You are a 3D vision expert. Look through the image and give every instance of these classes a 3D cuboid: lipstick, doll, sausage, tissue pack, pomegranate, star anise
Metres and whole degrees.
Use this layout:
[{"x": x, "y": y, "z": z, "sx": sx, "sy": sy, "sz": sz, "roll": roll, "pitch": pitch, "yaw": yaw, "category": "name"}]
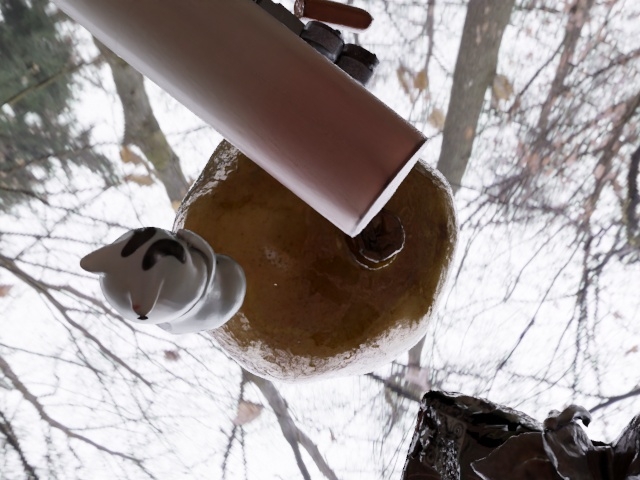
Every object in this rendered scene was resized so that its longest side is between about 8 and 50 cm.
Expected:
[{"x": -0.079, "y": -0.135, "z": 0.671, "sx": 0.327, "sy": 0.087, "sz": 0.087, "roll": 38, "pitch": -103, "yaw": 5, "category": "lipstick"}, {"x": -0.153, "y": 0.040, "z": 1.005, "sx": 0.110, "sy": 0.181, "sz": 0.106, "roll": 27, "pitch": -94, "yaw": 23, "category": "doll"}, {"x": 0.023, "y": -0.349, "z": 1.514, "sx": 0.131, "sy": 0.039, "sz": 0.041, "roll": 6, "pitch": -81, "yaw": -27, "category": "sausage"}, {"x": 0.177, "y": 0.350, "z": 1.101, "sx": 0.245, "sy": 0.123, "sz": 0.332, "roll": 13, "pitch": -93, "yaw": 50, "category": "tissue pack"}, {"x": 0.000, "y": 0.000, "z": 1.390, "sx": 0.417, "sy": 0.416, "sz": 0.416, "roll": -1, "pitch": -108, "yaw": 2, "category": "pomegranate"}, {"x": 0.251, "y": 0.215, "z": 0.841, "sx": 0.236, "sy": 0.229, "sz": 0.093, "roll": 23, "pitch": -137, "yaw": -1, "category": "star anise"}]

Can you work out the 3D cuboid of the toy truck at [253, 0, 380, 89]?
[{"x": -0.048, "y": -0.142, "z": 0.830, "sx": 0.253, "sy": 0.124, "sz": 0.114, "roll": 35, "pitch": -103, "yaw": -32, "category": "toy truck"}]
